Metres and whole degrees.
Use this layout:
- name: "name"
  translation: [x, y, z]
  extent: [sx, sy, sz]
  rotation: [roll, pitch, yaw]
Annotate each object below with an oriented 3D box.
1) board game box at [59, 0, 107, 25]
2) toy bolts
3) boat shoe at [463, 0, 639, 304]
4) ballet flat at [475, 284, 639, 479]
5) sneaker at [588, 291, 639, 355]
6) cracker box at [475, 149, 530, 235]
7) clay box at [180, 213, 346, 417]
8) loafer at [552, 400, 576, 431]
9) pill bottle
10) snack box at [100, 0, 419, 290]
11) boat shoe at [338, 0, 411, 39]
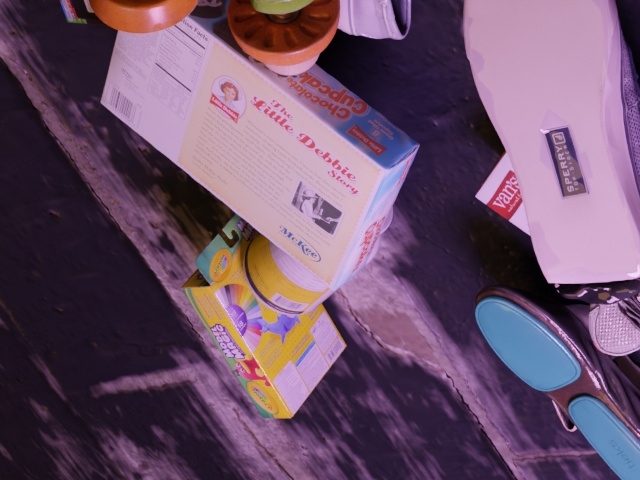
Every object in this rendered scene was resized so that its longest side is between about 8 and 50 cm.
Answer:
- name: "board game box"
  translation: [-0.216, -0.298, 1.811]
  extent: [0.141, 0.048, 0.170]
  rotation: [8, 133, 29]
- name: "toy bolts"
  translation: [-0.104, -0.247, 1.639]
  extent: [0.218, 0.228, 0.158]
  rotation: [-13, 150, -4]
- name: "boat shoe"
  translation: [0.210, -0.129, 1.497]
  extent: [0.127, 0.158, 0.340]
  rotation: [-4, 114, 21]
- name: "ballet flat"
  translation: [0.265, 0.132, 1.821]
  extent: [0.280, 0.096, 0.095]
  rotation: [49, 139, -12]
- name: "sneaker"
  translation: [0.297, 0.037, 1.598]
  extent: [0.088, 0.093, 0.225]
  rotation: [34, 140, 4]
- name: "cracker box"
  translation: [0.278, -0.035, 1.669]
  extent: [0.232, 0.067, 0.156]
  rotation: [36, 141, 4]
- name: "clay box"
  translation: [-0.068, 0.074, 2.000]
  extent: [0.053, 0.127, 0.222]
  rotation: [-7, 123, 43]
- name: "loafer"
  translation: [0.253, 0.146, 1.890]
  extent: [0.045, 0.039, 0.125]
  rotation: [-4, 126, 41]
- name: "pill bottle"
  translation: [0.000, 0.000, 1.892]
  extent: [0.103, 0.103, 0.184]
  rotation: [42, 141, -5]
- name: "snack box"
  translation: [-0.067, -0.115, 1.752]
  extent: [0.322, 0.060, 0.187]
  rotation: [39, 140, 14]
- name: "boat shoe"
  translation: [0.057, -0.271, 1.610]
  extent: [0.081, 0.079, 0.227]
  rotation: [15, 142, 13]
